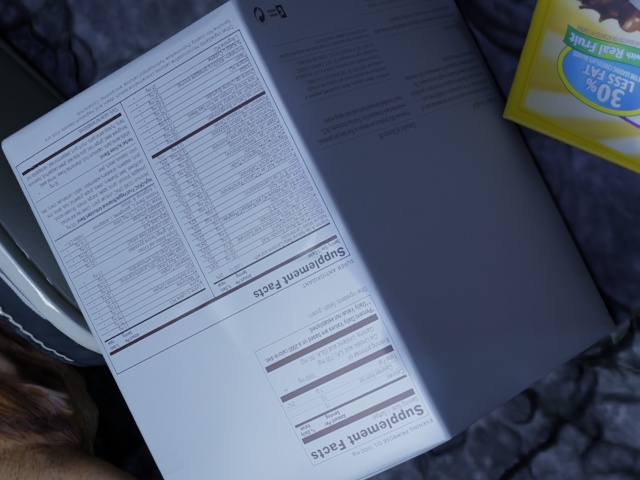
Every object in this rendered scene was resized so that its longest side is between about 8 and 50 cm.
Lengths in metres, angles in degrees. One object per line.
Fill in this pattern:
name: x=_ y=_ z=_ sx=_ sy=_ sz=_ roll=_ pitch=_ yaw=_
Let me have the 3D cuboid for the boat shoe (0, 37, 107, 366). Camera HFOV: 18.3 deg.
boat shoe: x=-0.214 y=-0.047 z=1.070 sx=0.340 sy=0.127 sz=0.113 roll=48 pitch=120 yaw=13

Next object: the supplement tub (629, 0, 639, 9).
supplement tub: x=0.232 y=-0.233 z=0.714 sx=0.235 sy=0.235 sz=0.325 roll=15 pitch=108 yaw=26

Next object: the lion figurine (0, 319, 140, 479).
lion figurine: x=-0.196 y=0.197 z=1.022 sx=0.240 sy=0.392 sz=0.142 roll=24 pitch=140 yaw=-10

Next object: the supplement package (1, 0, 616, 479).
supplement package: x=0.000 y=0.000 z=0.922 sx=0.149 sy=0.194 sz=0.203 roll=-28 pitch=87 yaw=32

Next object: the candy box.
candy box: x=0.189 y=-0.067 z=0.899 sx=0.206 sy=0.027 sz=0.105 roll=24 pitch=116 yaw=22
